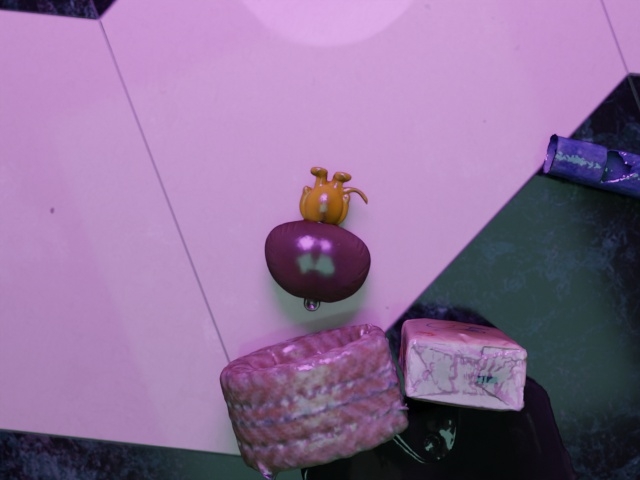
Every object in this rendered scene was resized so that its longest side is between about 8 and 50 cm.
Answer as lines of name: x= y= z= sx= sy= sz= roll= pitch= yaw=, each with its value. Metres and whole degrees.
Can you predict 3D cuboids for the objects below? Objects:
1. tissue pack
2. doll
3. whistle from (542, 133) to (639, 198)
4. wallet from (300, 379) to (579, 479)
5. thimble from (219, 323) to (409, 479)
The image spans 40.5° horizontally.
tissue pack: x=0.179 y=0.157 z=1.131 sx=0.148 sy=0.196 sz=0.092 roll=5 pitch=90 yaw=2
doll: x=0.009 y=0.001 z=1.185 sx=0.145 sy=0.096 sz=0.188 roll=32 pitch=83 yaw=-6
whistle: x=0.459 y=-0.081 z=1.185 sx=0.304 sy=0.062 sz=0.062 roll=15 pitch=93 yaw=1
wallet: x=0.164 y=0.325 z=1.180 sx=0.378 sy=0.051 sz=0.197 roll=-15 pitch=92 yaw=-12
thimble: x=-0.009 y=0.205 z=1.137 sx=0.229 sy=0.196 sz=0.148 roll=-15 pitch=96 yaw=0
